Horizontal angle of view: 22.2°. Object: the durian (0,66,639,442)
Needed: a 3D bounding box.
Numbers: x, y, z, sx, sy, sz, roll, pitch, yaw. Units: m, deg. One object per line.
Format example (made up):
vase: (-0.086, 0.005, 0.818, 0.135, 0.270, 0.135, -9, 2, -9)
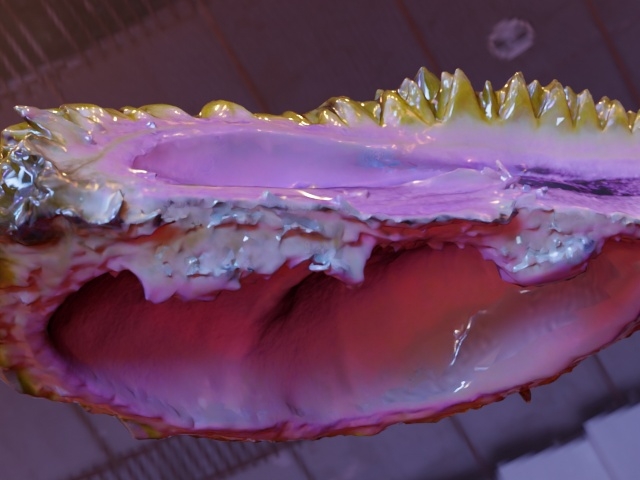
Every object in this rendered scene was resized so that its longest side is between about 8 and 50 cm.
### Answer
durian: (-0.001, 0.001, 0.650, 0.341, 0.112, 0.191, -4, -27, -26)
